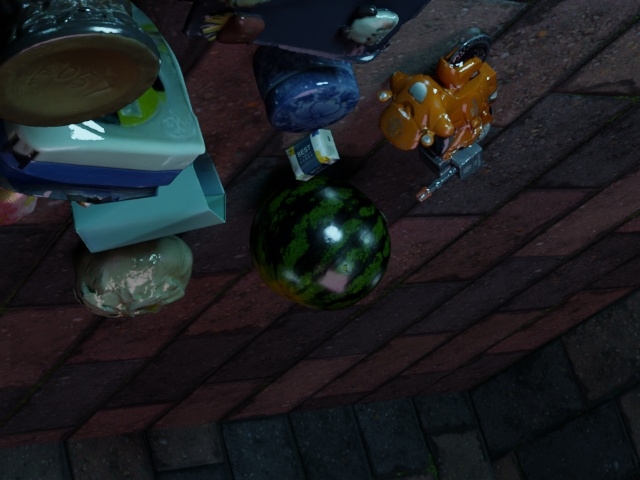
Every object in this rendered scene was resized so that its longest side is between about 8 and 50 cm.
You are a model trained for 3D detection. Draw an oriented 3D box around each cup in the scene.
[{"bbox_3d":[-0.291,-0.062,2.126,0.236,0.134,0.148,-19,156,9],"label":"cup"}]

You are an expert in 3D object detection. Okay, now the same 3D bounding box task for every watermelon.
[{"bbox_3d":[-0.004,0.003,2.343,0.269,0.269,0.269,-15,159,-6],"label":"watermelon"}]

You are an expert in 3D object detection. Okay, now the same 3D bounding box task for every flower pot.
[{"bbox_3d":[-0.295,-0.281,1.369,0.267,0.267,0.266,-14,159,-6],"label":"flower pot"}]

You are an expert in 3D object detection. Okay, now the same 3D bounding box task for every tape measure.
[{"bbox_3d":[-0.296,-0.192,1.609,0.259,0.262,0.138,2,159,-42],"label":"tape measure"}]

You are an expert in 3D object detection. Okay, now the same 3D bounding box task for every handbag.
[{"bbox_3d":[0.001,-0.354,1.624,0.329,0.122,0.303,-2,156,-31],"label":"handbag"}]

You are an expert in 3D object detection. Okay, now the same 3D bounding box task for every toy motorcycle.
[{"bbox_3d":[0.205,-0.205,2.139,0.221,0.148,0.325,-37,155,-9],"label":"toy motorcycle"}]

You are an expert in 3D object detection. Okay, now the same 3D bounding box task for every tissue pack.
[{"bbox_3d":[-0.014,-0.149,2.212,0.083,0.062,0.042,-31,160,35],"label":"tissue pack"}]

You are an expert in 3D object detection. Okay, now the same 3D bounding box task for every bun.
[{"bbox_3d":[-0.352,0.072,2.404,0.239,0.141,0.239,-14,162,-4],"label":"bun"}]

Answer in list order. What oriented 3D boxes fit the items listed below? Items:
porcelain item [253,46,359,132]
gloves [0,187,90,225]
[{"bbox_3d":[-0.021,-0.236,1.912,0.147,0.114,0.147,-14,160,-5],"label":"porcelain item"},{"bbox_3d":[-0.410,-0.115,1.930,0.241,0.126,0.145,-37,141,-11],"label":"gloves"}]
